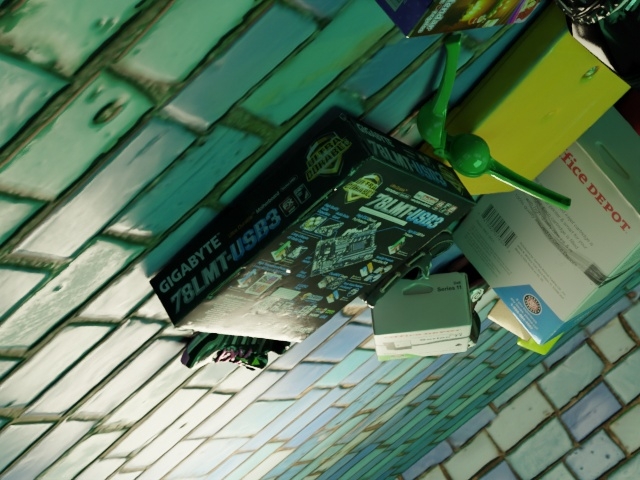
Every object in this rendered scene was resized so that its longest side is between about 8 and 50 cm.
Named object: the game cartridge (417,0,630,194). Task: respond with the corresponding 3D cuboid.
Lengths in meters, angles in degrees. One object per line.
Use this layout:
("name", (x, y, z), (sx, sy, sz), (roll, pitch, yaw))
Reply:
("game cartridge", (0.275, -0.175, 1.587), (0.285, 0.053, 0.324), (-6, 147, -50))

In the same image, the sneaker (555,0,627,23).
("sneaker", (0.319, -0.321, 1.249), (0.108, 0.100, 0.271), (-29, 161, -39))

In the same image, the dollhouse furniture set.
("dollhouse furniture set", (0.404, 0.031, 2.284), (0.198, 0.151, 0.301), (-59, -178, 34))

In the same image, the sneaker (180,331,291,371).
("sneaker", (-0.103, 0.139, 1.640), (0.170, 0.075, 0.063), (-19, 155, -43))

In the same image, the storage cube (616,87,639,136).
("storage cube", (0.575, -0.161, 1.949), (0.183, 0.215, 0.193), (-23, 152, -36))

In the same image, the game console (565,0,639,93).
("game console", (0.438, -0.331, 1.389), (0.213, 0.044, 0.361), (26, 109, -44))

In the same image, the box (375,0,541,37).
("box", (0.198, -0.308, 1.115), (0.201, 0.057, 0.293), (-18, 154, -47))

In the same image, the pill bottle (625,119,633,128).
("pill bottle", (0.412, -0.119, 1.939), (0.087, 0.087, 0.160), (-24, 158, -34))

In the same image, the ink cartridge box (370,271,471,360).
("ink cartridge box", (0.154, 0.120, 1.954), (0.153, 0.087, 0.208), (-7, 163, 3))

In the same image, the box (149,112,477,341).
("box", (0.000, 0.000, 1.440), (0.293, 0.073, 0.295), (-41, 156, 18))

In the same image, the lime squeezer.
("lime squeezer", (0.179, -0.124, 1.448), (0.109, 0.059, 0.310), (-23, 134, 22))

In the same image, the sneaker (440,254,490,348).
("sneaker", (0.260, 0.099, 2.180), (0.162, 0.106, 0.281), (-45, 160, 14))

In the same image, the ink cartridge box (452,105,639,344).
("ink cartridge box", (0.366, -0.029, 1.854), (0.129, 0.223, 0.307), (-23, 158, -38))

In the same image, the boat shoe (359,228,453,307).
("boat shoe", (0.127, 0.042, 1.844), (0.206, 0.065, 0.075), (-23, 158, -36))
